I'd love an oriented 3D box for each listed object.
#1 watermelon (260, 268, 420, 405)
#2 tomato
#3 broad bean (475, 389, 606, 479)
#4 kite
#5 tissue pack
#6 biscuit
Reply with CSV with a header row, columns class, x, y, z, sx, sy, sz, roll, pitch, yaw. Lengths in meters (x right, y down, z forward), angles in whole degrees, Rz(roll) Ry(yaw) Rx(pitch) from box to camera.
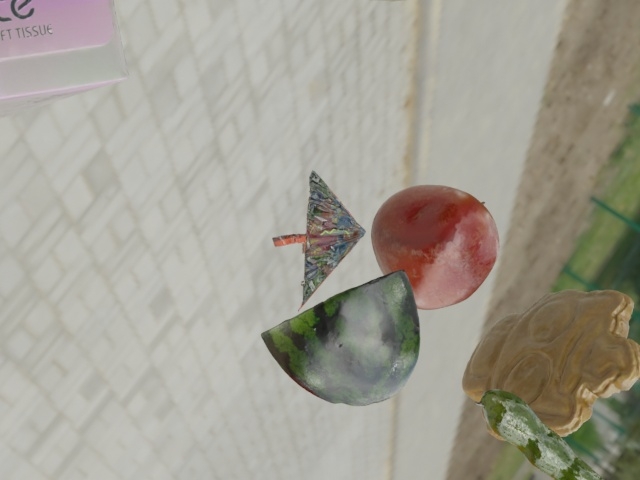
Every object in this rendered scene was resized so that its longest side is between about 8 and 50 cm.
class,x,y,z,sx,sy,sz,roll,pitch,yaw
watermelon,0.025,0.125,1.633,0.145,0.137,0.193,-17,123,-42
tomato,0.159,0.013,1.836,0.151,0.187,0.187,-50,168,-54
broad bean,0.293,0.270,1.619,0.052,0.256,0.053,-50,179,-36
kite,0.000,0.000,2.159,0.189,0.009,0.232,-4,100,-36
tissue pack,-0.230,-0.117,0.806,0.148,0.092,0.246,-13,-175,-29
biscuit,0.351,0.188,2.048,0.376,0.051,0.269,-6,-129,57
